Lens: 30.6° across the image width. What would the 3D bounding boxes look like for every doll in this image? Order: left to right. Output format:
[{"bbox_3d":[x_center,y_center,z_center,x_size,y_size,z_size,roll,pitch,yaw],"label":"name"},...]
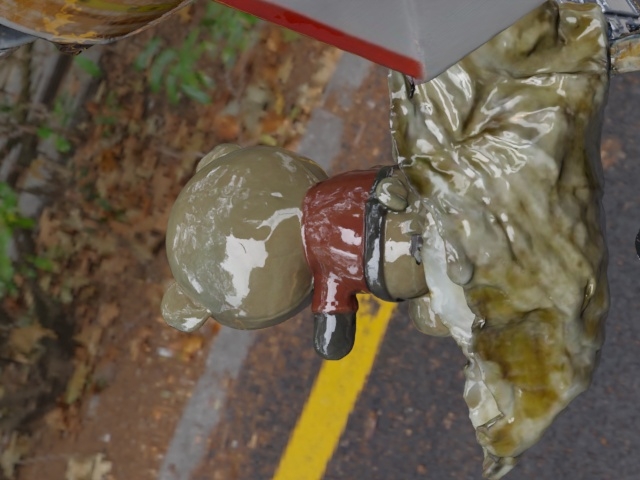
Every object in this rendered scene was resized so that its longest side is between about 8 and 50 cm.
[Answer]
[{"bbox_3d":[0.000,0.000,1.164,0.330,0.174,0.235,1,61,19],"label":"doll"}]

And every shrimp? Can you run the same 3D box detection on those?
[{"bbox_3d":[0.373,-0.226,1.199,0.219,0.046,0.152,-5,40,53],"label":"shrimp"}]

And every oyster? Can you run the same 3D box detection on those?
[{"bbox_3d":[0.098,-0.031,0.615,0.166,0.110,0.341,-36,-58,-81],"label":"oyster"}]

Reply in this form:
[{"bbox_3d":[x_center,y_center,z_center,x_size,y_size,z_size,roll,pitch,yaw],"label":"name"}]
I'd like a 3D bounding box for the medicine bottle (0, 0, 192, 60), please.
[{"bbox_3d":[-0.170,-0.211,0.679,0.395,0.243,0.242,-24,56,48],"label":"medicine bottle"}]

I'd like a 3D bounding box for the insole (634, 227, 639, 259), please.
[{"bbox_3d":[0.394,-0.033,1.333,0.003,0.080,0.232,-44,13,43],"label":"insole"}]

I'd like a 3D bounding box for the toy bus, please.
[{"bbox_3d":[0.343,-0.289,1.591,0.136,0.210,0.126,-42,65,37],"label":"toy bus"}]

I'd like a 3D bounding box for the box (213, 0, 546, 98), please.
[{"bbox_3d":[0.040,-0.139,0.332,0.182,0.133,0.099,-32,59,37],"label":"box"}]
